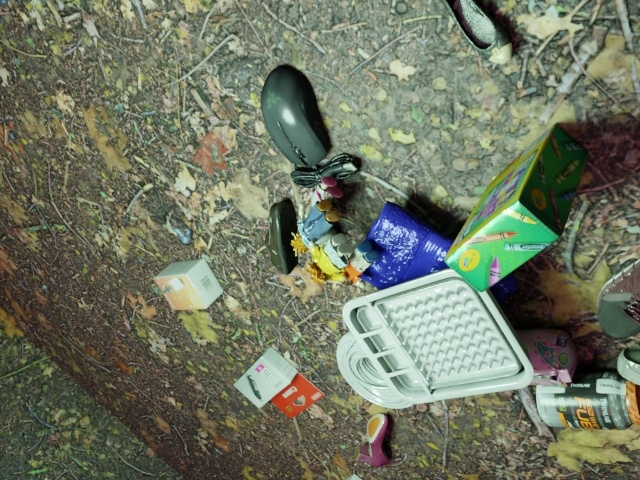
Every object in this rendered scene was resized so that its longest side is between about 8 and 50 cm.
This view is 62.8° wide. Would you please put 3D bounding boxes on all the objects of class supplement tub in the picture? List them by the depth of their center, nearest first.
[{"bbox_3d":[0.564,0.333,1.094,0.190,0.117,0.117,-14,114,41],"label":"supplement tub"}]

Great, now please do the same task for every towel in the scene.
[{"bbox_3d":[0.223,0.078,1.091,0.308,0.076,0.228,31,139,13],"label":"towel"}]

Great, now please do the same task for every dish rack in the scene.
[{"bbox_3d":[0.235,0.190,1.067,0.332,0.072,0.286,-24,104,41],"label":"dish rack"}]

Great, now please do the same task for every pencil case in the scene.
[{"bbox_3d":[0.405,0.259,1.145,0.284,0.124,0.124,-10,117,40],"label":"pencil case"}]

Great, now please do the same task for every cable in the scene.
[{"bbox_3d":[0.163,0.331,1.392,0.257,0.089,0.257,43,137,-2],"label":"cable"}]

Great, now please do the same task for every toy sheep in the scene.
[{"bbox_3d":[0.000,-0.009,1.247,0.091,0.091,0.132,-26,92,44],"label":"toy sheep"}]

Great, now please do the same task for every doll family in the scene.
[{"bbox_3d":[0.000,0.000,1.123,0.263,0.118,0.163,63,148,19],"label":"doll family"}]

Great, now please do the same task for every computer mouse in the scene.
[{"bbox_3d":[-0.048,-0.230,1.116,0.188,0.072,0.272,-8,118,39],"label":"computer mouse"}]

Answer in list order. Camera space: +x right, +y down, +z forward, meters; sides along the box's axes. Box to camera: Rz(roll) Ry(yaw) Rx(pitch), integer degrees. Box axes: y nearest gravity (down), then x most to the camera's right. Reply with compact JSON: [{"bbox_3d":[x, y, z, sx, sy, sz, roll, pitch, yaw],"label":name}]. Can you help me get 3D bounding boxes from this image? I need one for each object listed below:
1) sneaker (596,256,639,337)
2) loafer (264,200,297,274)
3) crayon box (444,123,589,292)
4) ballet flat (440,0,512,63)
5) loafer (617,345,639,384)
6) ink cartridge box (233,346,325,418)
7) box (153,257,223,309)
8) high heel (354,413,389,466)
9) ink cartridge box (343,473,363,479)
[{"bbox_3d":[0.555,0.104,0.889,0.106,0.162,0.281,27,134,15],"label":"sneaker"},{"bbox_3d":[-0.111,-0.005,1.326,0.078,0.080,0.220,18,131,22],"label":"loafer"},{"bbox_3d":[0.320,-0.058,0.844,0.081,0.278,0.165,41,136,2],"label":"crayon box"},{"bbox_3d":[0.241,-0.349,0.839,0.173,0.049,0.057,47,137,-5],"label":"ballet flat"},{"bbox_3d":[0.704,0.216,0.920,0.319,0.112,0.112,-1,117,26],"label":"loafer"},{"bbox_3d":[-0.146,0.501,1.759,0.239,0.060,0.275,42,136,2],"label":"ink cartridge box"},{"bbox_3d":[-0.413,0.139,1.640,0.170,0.091,0.130,-9,117,39],"label":"box"},{"bbox_3d":[0.195,0.621,1.620,0.117,0.082,0.244,12,121,-10],"label":"high heel"},{"bbox_3d":[0.046,1.013,1.807,0.119,0.353,0.207,37,136,5],"label":"ink cartridge box"}]
